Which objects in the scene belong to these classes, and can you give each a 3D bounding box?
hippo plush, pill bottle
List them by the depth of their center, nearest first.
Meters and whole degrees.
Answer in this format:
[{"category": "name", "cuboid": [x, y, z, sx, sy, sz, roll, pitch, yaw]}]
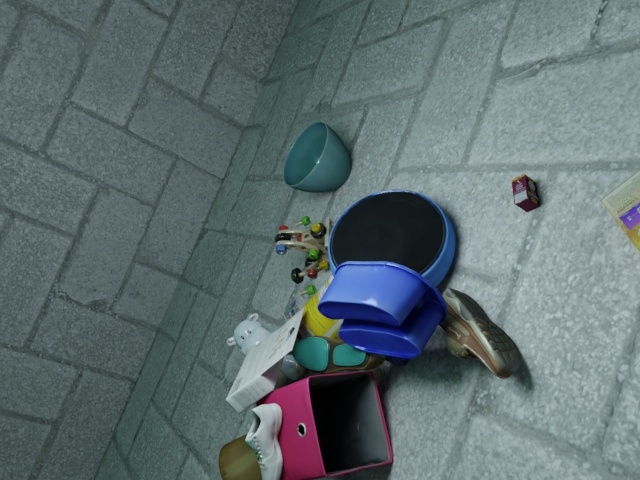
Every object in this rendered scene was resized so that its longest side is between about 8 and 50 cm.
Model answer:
[{"category": "pill bottle", "cuboid": [0.063, 0.220, 1.855, 0.334, 0.188, 0.187, -49, 33, 22]}, {"category": "hippo plush", "cuboid": [-0.181, 0.352, 2.028, 0.234, 0.236, 0.294, -42, 36, -4]}]

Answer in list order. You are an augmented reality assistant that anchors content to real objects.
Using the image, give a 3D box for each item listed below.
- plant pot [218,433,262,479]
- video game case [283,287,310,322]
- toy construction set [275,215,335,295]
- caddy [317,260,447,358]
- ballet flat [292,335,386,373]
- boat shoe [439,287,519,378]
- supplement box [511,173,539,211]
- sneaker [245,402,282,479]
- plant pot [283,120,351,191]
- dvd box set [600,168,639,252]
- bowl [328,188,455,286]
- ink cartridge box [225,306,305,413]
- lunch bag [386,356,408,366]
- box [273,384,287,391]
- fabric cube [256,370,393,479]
[{"category": "plant pot", "cuboid": [-0.153, 0.691, 1.823, 0.254, 0.237, 0.237, -39, 37, 15]}, {"category": "video game case", "cuboid": [-0.081, 0.281, 2.199, 0.143, 0.019, 0.157, -54, 32, 17]}, {"category": "toy construction set", "cuboid": [0.000, 0.000, 2.151, 0.237, 0.257, 0.308, -21, 25, 26]}, {"category": "caddy", "cuboid": [0.160, 0.165, 1.489, 0.342, 0.241, 0.179, -2, 42, 46]}, {"category": "ballet flat", "cuboid": [0.062, 0.345, 1.715, 0.343, 0.124, 0.116, -15, 64, 47]}, {"category": "boat shoe", "cuboid": [0.381, 0.246, 1.428, 0.116, 0.123, 0.324, -59, 21, 16]}, {"category": "supplement box", "cuboid": [0.542, -0.126, 1.510, 0.043, 0.055, 0.083, -31, 44, 43]}, {"category": "sneaker", "cuboid": [-0.156, 0.543, 1.510, 0.080, 0.094, 0.212, -14, 74, 48]}, {"category": "plant pot", "cuboid": [0.010, -0.312, 2.333, 0.290, 0.196, 0.290, -36, 41, 38]}, {"category": "dvd box set", "cuboid": [0.771, -0.033, 1.080, 0.307, 0.062, 0.420, -46, 34, 28]}, {"category": "bowl", "cuboid": [0.205, 0.008, 1.715, 0.392, 0.077, 0.390, -11, 52, 15]}, {"category": "ink cartridge box", "cuboid": [-0.140, 0.352, 1.713, 0.261, 0.066, 0.296, -39, 10, 15]}, {"category": "lunch bag", "cuboid": [0.223, 0.316, 1.653, 0.065, 0.067, 0.098, -3, 68, 57]}, {"category": "box", "cuboid": [-0.173, 0.521, 2.113, 0.067, 0.063, 0.324, -54, 31, 13]}, {"category": "fabric cube", "cuboid": [0.003, 0.525, 1.594, 0.258, 0.259, 0.253, -32, 61, 42]}]
